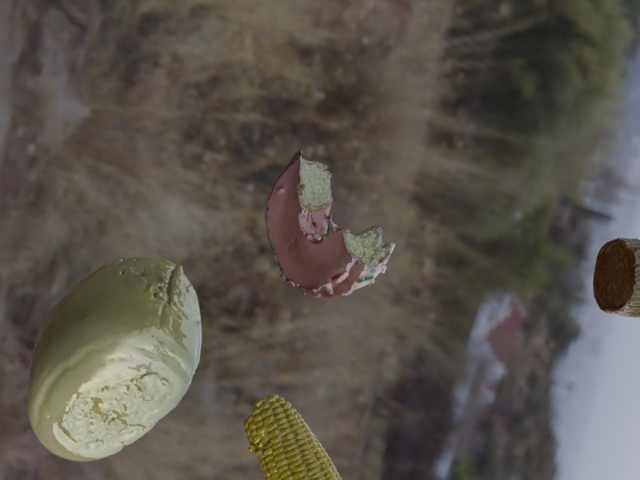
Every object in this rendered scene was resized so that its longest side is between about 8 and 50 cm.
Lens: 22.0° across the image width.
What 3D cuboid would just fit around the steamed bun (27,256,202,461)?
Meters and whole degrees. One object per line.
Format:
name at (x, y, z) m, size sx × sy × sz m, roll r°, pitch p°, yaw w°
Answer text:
steamed bun at (-0.282, 0.140, 2.108) m, size 0.273 × 0.166 × 0.232 m, roll -39°, pitch -144°, yaw 28°

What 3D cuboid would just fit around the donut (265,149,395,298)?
donut at (0.000, 0.000, 1.712) m, size 0.065 × 0.166 × 0.117 m, roll 2°, pitch 137°, yaw -42°

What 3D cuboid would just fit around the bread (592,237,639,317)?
bread at (0.321, 0.039, 1.695) m, size 0.085 × 0.053 × 0.085 m, roll -176°, pitch -90°, yaw -65°

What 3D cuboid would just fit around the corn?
corn at (-0.009, 0.235, 1.521) m, size 0.067 × 0.206 × 0.067 m, roll -25°, pitch 153°, yaw -14°
